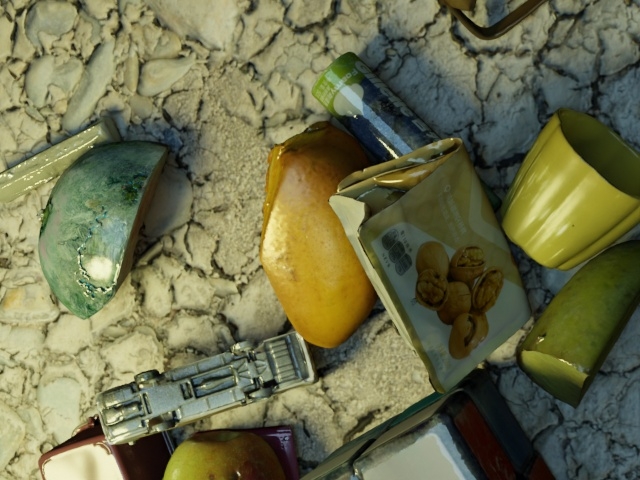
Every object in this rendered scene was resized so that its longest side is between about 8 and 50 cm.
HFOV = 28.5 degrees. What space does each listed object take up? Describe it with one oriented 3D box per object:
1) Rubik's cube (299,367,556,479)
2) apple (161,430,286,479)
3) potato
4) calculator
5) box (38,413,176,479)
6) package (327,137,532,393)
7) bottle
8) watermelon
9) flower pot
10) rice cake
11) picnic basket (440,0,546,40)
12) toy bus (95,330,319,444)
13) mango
[{"bbox_3d":[0.165,0.415,1.841,0.316,0.318,0.313,-33,86,21],"label":"Rubik's cube"},{"bbox_3d":[-0.157,0.405,2.007,0.207,0.174,0.188,-11,96,11],"label":"apple"},{"bbox_3d":[0.397,0.094,1.817,0.112,0.269,0.255,33,78,14],"label":"potato"},{"bbox_3d":[-0.125,0.374,2.091,0.190,0.034,0.127,-8,95,21],"label":"calculator"},{"bbox_3d":[-0.334,0.435,2.102,0.193,0.167,0.294,-21,89,19],"label":"box"},{"bbox_3d":[0.146,0.028,1.828,0.165,0.221,0.311,21,145,54],"label":"package"},{"bbox_3d":[0.131,-0.142,1.907,0.330,0.093,0.093,45,108,9],"label":"bottle"},{"bbox_3d":[-0.381,-0.021,2.042,0.175,0.188,0.322,18,100,-2],"label":"watermelon"},{"bbox_3d":[0.358,-0.061,1.794,0.195,0.195,0.179,44,118,10],"label":"flower pot"},{"bbox_3d":[-0.453,-0.133,2.142,0.256,0.052,0.057,-24,117,20],"label":"rice cake"},{"bbox_3d":[0.234,-0.451,1.761,0.254,0.291,0.321,-39,124,19],"label":"picnic basket"},{"bbox_3d":[-0.175,0.231,1.992,0.342,0.138,0.097,-18,81,3],"label":"toy bus"},{"bbox_3d":[0.000,0.000,1.925,0.199,0.201,0.350,1,106,43],"label":"mango"}]
